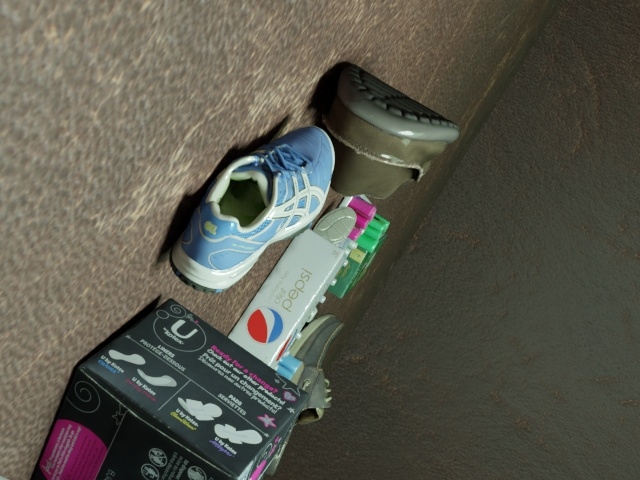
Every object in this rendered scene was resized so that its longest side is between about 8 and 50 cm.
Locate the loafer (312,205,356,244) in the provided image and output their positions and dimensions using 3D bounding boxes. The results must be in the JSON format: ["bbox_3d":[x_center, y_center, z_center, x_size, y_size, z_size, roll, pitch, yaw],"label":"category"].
[{"bbox_3d":[0.000,0.000,1.467,0.125,0.045,0.039,-47,-174,-22],"label":"loafer"}]

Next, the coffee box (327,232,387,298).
[{"bbox_3d":[0.072,0.039,2.034,0.113,0.040,0.184,-61,172,18],"label":"coffee box"}]

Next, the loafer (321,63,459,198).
[{"bbox_3d":[0.068,-0.097,1.142,0.130,0.134,0.366,-59,172,6],"label":"loafer"}]

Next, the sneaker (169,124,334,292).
[{"bbox_3d":[-0.043,-0.040,0.882,0.211,0.080,0.081,-52,174,-43],"label":"sneaker"}]

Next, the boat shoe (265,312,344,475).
[{"bbox_3d":[-0.047,0.302,1.997,0.355,0.130,0.132,-54,173,-23],"label":"boat shoe"}]

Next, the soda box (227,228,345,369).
[{"bbox_3d":[-0.053,0.091,1.374,0.216,0.069,0.074,-57,172,-10],"label":"soda box"}]

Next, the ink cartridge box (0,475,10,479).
[{"bbox_3d":[-0.268,0.263,0.753,0.180,0.060,0.104,-55,172,-17],"label":"ink cartridge box"}]

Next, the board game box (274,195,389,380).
[{"bbox_3d":[-0.012,0.103,1.739,0.390,0.050,0.390,-58,172,1],"label":"board game box"}]

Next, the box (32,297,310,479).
[{"bbox_3d":[-0.143,0.205,0.911,0.142,0.163,0.247,-43,164,-56],"label":"box"}]
